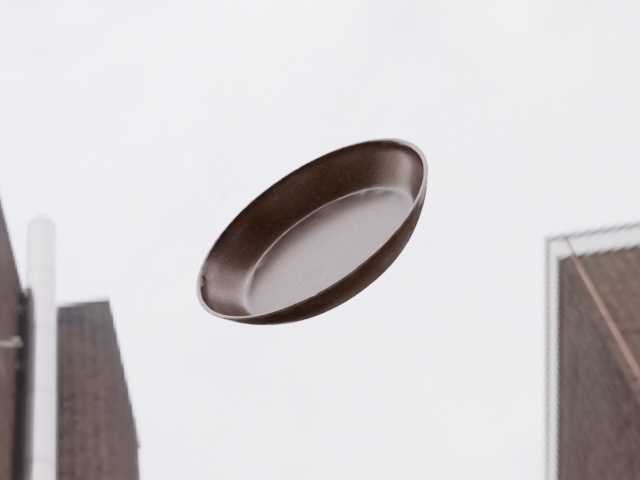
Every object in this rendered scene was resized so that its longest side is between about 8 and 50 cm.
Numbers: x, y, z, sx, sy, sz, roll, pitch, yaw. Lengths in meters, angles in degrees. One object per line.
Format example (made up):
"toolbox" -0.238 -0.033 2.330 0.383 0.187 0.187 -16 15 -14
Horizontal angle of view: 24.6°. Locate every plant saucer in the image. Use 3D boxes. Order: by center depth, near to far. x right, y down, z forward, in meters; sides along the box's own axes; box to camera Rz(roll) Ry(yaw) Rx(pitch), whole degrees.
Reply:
"plant saucer" 0.000 0.000 1.088 0.199 0.198 0.036 -31 -63 10
